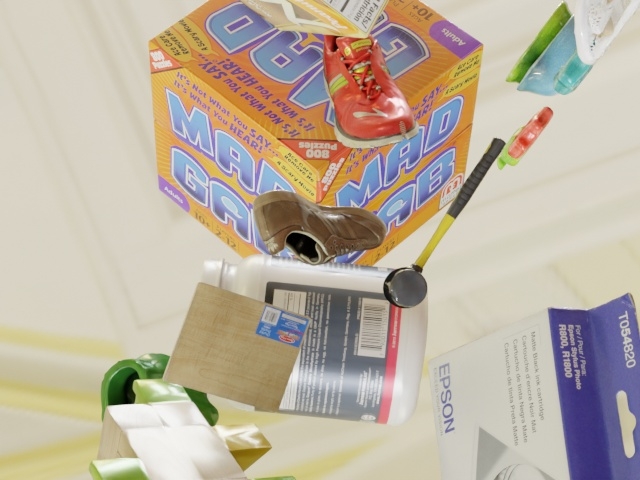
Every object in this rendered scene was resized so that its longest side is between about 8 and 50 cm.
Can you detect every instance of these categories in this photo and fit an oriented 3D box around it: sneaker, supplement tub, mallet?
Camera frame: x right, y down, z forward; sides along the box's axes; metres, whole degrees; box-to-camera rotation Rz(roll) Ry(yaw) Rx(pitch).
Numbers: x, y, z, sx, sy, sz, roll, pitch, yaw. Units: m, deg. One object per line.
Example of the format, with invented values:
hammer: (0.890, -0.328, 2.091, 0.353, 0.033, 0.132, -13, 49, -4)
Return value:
sneaker: (0.000, 0.000, 1.912, 0.188, 0.066, 0.071, 13, -121, -42)
supplement tub: (-0.014, 0.118, 2.128, 0.191, 0.272, 0.191, -174, 90, -89)
mallet: (0.120, -0.016, 1.666, 0.039, 0.189, 0.062, 33, -176, -4)
sneaker: (0.051, -0.217, 2.374, 0.279, 0.107, 0.118, -119, 15, -54)

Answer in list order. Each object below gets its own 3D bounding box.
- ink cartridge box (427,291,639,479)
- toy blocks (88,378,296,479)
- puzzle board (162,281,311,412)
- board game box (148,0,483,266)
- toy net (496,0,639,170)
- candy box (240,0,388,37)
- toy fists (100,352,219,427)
ink cartridge box: (0.188, 0.176, 1.503, 0.045, 0.224, 0.223, 12, -117, -37)
toy blocks: (-0.136, 0.342, 1.702, 0.191, 0.261, 0.381, 0, -154, -27)
puzzle board: (-0.077, 0.100, 1.632, 0.128, 0.011, 0.096, 19, -90, -33)
board game box: (-0.010, -0.185, 2.725, 0.356, 0.356, 0.356, -38, -27, -27)
toy net: (0.155, -0.123, 1.117, 0.045, 0.232, 0.122, 38, -105, 3)
candy box: (-0.092, -0.319, 1.729, 0.316, 0.183, 0.087, 33, -98, -30)
toy fists: (-0.168, 0.263, 1.988, 0.142, 0.096, 0.279, 14, -122, -55)
